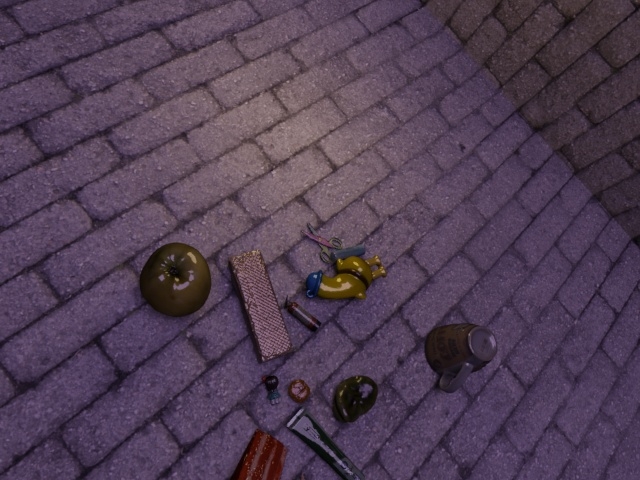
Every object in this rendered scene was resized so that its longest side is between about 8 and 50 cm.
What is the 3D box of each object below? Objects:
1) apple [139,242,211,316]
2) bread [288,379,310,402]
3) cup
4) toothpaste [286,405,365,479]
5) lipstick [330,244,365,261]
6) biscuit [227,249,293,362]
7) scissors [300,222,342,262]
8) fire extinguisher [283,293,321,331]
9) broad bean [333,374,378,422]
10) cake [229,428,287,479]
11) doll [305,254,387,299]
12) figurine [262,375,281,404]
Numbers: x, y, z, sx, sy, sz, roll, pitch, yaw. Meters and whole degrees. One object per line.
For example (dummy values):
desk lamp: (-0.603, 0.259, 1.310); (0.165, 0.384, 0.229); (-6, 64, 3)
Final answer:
apple: (-0.512, 0.137, 1.693); (0.262, 0.262, 0.262); (7, 67, -18)
bread: (-0.079, 0.563, 1.791); (0.081, 0.046, 0.083); (-10, 75, -21)
cup: (0.574, 0.474, 1.959); (0.227, 0.257, 0.301); (28, 64, -6)
toothpaste: (0.040, 0.779, 1.746); (0.392, 0.061, 0.099); (45, 62, 4)
lipstick: (0.118, 0.055, 2.057); (0.157, 0.048, 0.048); (-13, 75, -30)
biscuit: (-0.237, 0.246, 1.838); (0.144, 0.078, 0.426); (-13, 74, -24)
scissors: (0.000, 0.000, 2.057); (0.187, 0.020, 0.133); (41, 58, -4)
fire extinguisher: (-0.076, 0.288, 1.898); (0.177, 0.050, 0.062); (40, 87, -3)
broad bean: (0.131, 0.608, 1.850); (0.153, 0.072, 0.206); (50, 50, 1)
cake: (-0.223, 0.813, 1.638); (0.158, 0.160, 0.262); (33, 27, -6)
doll: (0.105, 0.164, 1.965); (0.363, 0.145, 0.199); (-19, 69, -21)
figurine: (-0.179, 0.549, 1.762); (0.060, 0.047, 0.106); (-13, 80, 12)
